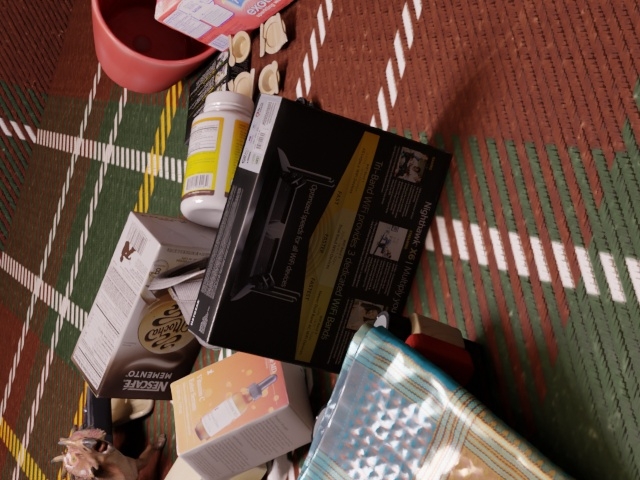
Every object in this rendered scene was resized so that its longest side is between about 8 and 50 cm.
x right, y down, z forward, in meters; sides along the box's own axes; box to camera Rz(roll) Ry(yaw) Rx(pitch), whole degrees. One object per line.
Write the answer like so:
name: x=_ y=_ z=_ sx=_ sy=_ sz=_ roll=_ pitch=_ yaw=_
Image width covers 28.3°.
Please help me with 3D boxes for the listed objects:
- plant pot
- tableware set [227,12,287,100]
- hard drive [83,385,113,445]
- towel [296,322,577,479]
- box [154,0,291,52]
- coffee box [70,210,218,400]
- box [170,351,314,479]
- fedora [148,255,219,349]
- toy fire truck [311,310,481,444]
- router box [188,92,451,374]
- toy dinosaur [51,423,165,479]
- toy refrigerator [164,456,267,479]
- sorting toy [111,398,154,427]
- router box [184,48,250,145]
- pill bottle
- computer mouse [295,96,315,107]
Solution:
plant pot: x=-0.324 y=-0.419 z=2.469 sx=0.243 sy=0.275 sz=0.274 roll=141 pitch=138 yaw=-66
tableware set: x=-0.110 y=-0.304 z=2.171 sx=0.169 sy=0.020 sz=0.141 roll=-13 pitch=77 yaw=48
hard drive: x=-0.410 y=0.410 z=2.301 sx=0.172 sy=0.054 sz=0.254 roll=-110 pitch=26 yaw=-60
towel: x=0.115 y=0.283 z=1.238 sx=0.370 sy=0.040 sz=0.271 roll=38 pitch=114 yaw=38
box: x=-0.137 y=-0.469 z=2.169 sx=0.300 sy=0.154 sz=0.142 roll=-29 pitch=50 yaw=45
coffee box: x=-0.277 y=0.114 z=2.125 sx=0.119 sy=0.168 sz=0.297 roll=43 pitch=116 yaw=43
box: x=-0.105 y=0.231 z=1.727 sx=0.171 sy=0.091 sz=0.130 roll=-27 pitch=42 yaw=11
fedora: x=-0.116 y=0.081 z=1.833 sx=0.275 sy=0.244 sz=0.124 roll=-6 pitch=99 yaw=60
toy fire truck: x=0.107 y=0.232 z=1.356 sx=0.217 sy=0.159 sz=0.246 roll=-60 pitch=18 yaw=26
router box: x=0.000 y=0.000 z=1.562 sx=0.081 sy=0.243 sz=0.308 roll=24 pitch=96 yaw=64
toy dinosaur: x=-0.382 y=0.416 z=2.149 sx=0.295 sy=0.200 sz=0.127 roll=-62 pitch=28 yaw=26
toy refrigerator: x=-0.177 y=0.384 z=1.880 sx=0.269 sy=0.094 sz=0.102 roll=-58 pitch=26 yaw=27
sorting toy: x=-0.332 y=0.225 z=2.355 sx=0.307 sy=0.041 sz=0.229 roll=-27 pitch=55 yaw=49
router box: x=-0.189 y=-0.264 z=2.327 sx=0.179 sy=0.046 sz=0.133 roll=-38 pitch=43 yaw=51
pill bottle: x=-0.163 y=-0.136 z=2.118 sx=0.117 sy=0.117 sz=0.214 roll=-28 pitch=51 yaw=57
computer mouse: x=-0.060 y=-0.134 z=1.995 sx=0.193 sy=0.042 sz=0.106 roll=-55 pitch=32 yaw=34
